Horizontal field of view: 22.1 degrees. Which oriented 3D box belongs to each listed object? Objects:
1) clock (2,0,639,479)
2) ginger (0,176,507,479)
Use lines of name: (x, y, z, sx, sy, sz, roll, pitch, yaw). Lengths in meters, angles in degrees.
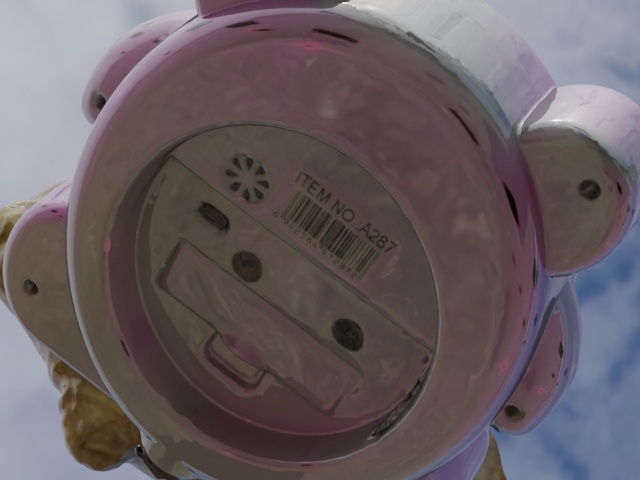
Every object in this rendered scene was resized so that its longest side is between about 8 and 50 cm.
clock: (0.000, 0.000, 0.654, 0.227, 0.090, 0.248, 37, -52, 5)
ginger: (-0.043, 0.083, 0.974, 0.354, 0.190, 0.126, 28, -43, -10)
